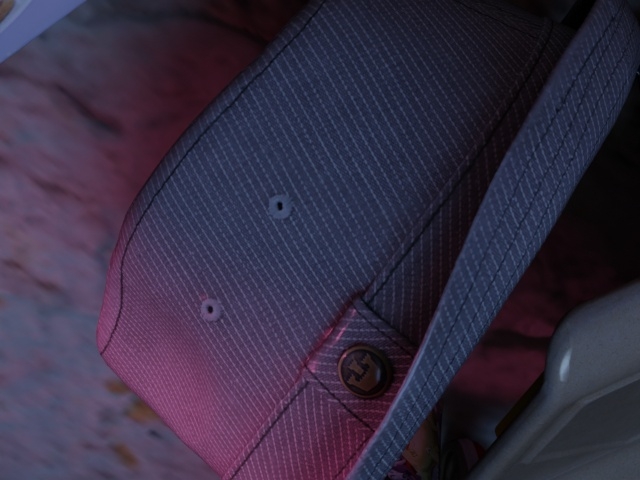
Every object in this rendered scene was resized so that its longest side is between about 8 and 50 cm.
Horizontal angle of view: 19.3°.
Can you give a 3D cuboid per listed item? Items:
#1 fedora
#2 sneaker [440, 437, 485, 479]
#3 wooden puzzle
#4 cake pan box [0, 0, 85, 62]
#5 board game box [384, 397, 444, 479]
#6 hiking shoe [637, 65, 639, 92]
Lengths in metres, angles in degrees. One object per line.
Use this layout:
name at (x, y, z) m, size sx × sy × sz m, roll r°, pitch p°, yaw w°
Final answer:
fedora at (0.000, 0.000, 0.696) m, size 0.124 × 0.244 × 0.275 m, roll 32°, pitch 125°, yaw 0°
sneaker at (0.094, 0.134, 0.926) m, size 0.067 × 0.042 × 0.118 m, roll -7°, pitch 140°, yaw -2°
wooden puzzle at (0.161, 0.044, 0.790) m, size 0.221 × 0.044 × 0.239 m, roll -22°, pitch 159°, yaw -17°
cake pan box at (-0.186, -0.088, 0.524) m, size 0.267 × 0.246 × 0.070 m, roll -34°, pitch 130°, yaw 16°
board game box at (-0.029, 0.253, 0.893) m, size 0.056 × 0.208 × 0.347 m, roll 17°, pitch 125°, yaw -12°
hiking shoe at (0.224, -0.094, 0.722) m, size 0.227 × 0.086 × 0.114 m, roll -29°, pitch 135°, yaw 14°
